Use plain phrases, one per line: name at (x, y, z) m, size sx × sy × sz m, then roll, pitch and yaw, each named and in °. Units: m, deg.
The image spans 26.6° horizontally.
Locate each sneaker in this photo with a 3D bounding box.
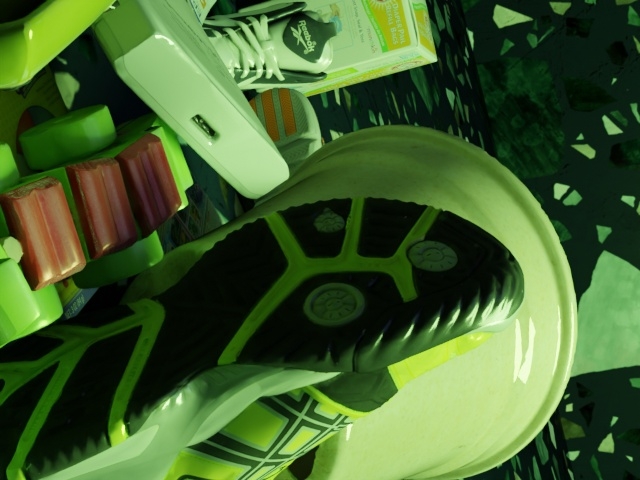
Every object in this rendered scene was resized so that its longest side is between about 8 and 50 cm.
sneaker at (-0.047, 0.092, 0.892) m, size 0.145 × 0.384 × 0.147 m, roll -118°, pitch -170°, yaw -47°
sneaker at (0.000, 0.000, 1.474) m, size 0.180 × 0.124 × 0.321 m, roll 47°, pitch 33°, yaw -56°
sneaker at (-0.064, -0.197, 1.371) m, size 0.235 × 0.153 × 0.094 m, roll -3°, pitch 79°, yaw -73°

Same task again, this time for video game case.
video game case at (-0.128, 0.002, 1.246) m, size 0.143 × 0.019 × 0.157 m, roll 59°, pitch 25°, yaw -44°

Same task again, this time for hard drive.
hard drive at (-0.158, -0.211, 1.031) m, size 0.353 × 0.047 × 0.233 m, roll 59°, pitch 7°, yaw 29°

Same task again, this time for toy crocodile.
toy crocodile at (-0.158, -0.017, 0.851) m, size 0.340 × 0.105 × 0.115 m, roll -39°, pitch 115°, yaw -65°

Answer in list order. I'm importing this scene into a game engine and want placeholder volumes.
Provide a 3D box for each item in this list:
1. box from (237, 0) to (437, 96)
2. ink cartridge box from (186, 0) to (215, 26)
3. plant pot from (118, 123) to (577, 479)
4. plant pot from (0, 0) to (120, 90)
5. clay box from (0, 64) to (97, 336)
box at (0.023, -0.243, 1.599) m, size 0.114 × 0.203 × 0.103 m, roll 3°, pitch 75°, yaw -73°
ink cartridge box at (-0.141, -0.323, 1.222) m, size 0.224 × 0.045 × 0.223 m, roll -71°, pitch 144°, yaw -59°
plant pot at (0.002, 0.085, 1.120) m, size 0.305 × 0.334 × 0.334 m, roll -18°, pitch 95°, yaw -57°
plant pot at (-0.230, -0.192, 0.729) m, size 0.227 × 0.228 × 0.207 m, roll -69°, pitch 148°, yaw -63°
clay box at (-0.216, -0.058, 0.945) m, size 0.127 × 0.053 × 0.222 m, roll -63°, pitch 137°, yaw -63°
